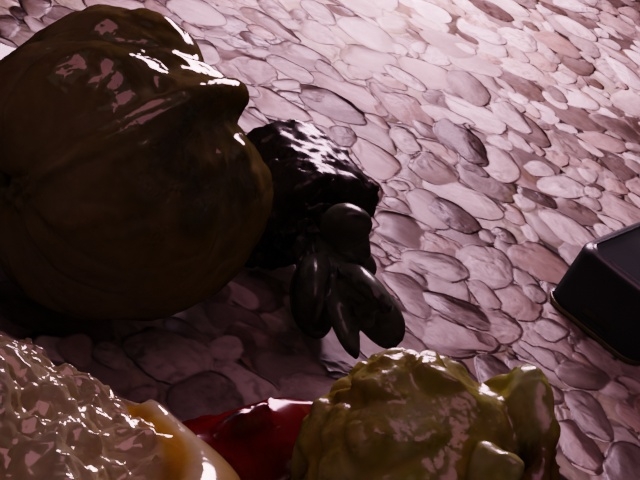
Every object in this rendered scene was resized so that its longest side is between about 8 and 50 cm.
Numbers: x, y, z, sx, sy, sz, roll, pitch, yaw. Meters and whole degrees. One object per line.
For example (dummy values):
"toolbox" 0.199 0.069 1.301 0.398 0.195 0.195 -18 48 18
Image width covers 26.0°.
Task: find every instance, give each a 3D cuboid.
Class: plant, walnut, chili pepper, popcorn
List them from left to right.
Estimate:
"walnut" -0.187 -0.069 1.269 0.282 0.253 0.277 35 31 16
"chili pepper" -0.094 0.193 1.086 0.110 0.110 0.387 41 31 25
"plant" 0.001 -0.001 1.415 0.146 0.149 0.274 6 38 -31
"popcorn" 0.083 0.210 1.074 0.256 0.255 0.195 63 -5 9

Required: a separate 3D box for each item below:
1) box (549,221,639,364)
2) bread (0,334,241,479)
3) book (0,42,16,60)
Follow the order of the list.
"box" 0.389 0.056 1.678 0.144 0.090 0.201 41 33 26
"bread" -0.261 0.181 0.828 0.424 0.245 0.329 9 30 -25
"book" -0.365 -0.141 1.367 0.289 0.026 0.201 12 46 -51
